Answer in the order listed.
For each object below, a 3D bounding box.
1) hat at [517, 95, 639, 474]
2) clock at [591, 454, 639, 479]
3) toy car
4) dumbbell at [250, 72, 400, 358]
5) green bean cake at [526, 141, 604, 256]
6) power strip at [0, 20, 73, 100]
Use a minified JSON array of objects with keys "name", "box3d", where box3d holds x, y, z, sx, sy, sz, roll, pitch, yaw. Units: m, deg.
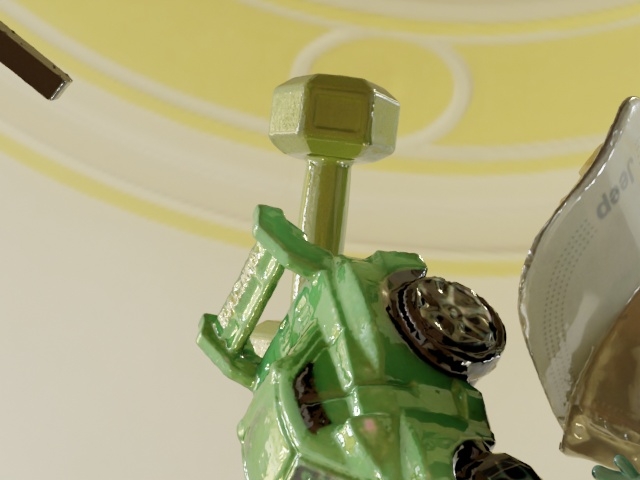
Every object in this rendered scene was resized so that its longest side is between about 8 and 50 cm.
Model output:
[{"name":"hat","box3d":[0.242,0.042,0.947,0.149,0.245,0.214,22,-115,27]},{"name":"clock","box3d":[0.282,0.160,0.887,0.210,0.159,0.066,-20,-176,19]},{"name":"toy car","box3d":[0.025,0.152,1.038,0.176,0.213,0.359,14,-142,-22]},{"name":"dumbbell","box3d":[0.000,0.000,1.292,0.121,0.108,0.302,7,-93,-1]},{"name":"green bean cake","box3d":[0.317,-0.027,1.275,0.131,0.229,0.224,47,-120,-15]},{"name":"power strip","box3d":[-0.290,-0.177,1.351,0.111,0.038,0.029,39,-81,-3]}]
